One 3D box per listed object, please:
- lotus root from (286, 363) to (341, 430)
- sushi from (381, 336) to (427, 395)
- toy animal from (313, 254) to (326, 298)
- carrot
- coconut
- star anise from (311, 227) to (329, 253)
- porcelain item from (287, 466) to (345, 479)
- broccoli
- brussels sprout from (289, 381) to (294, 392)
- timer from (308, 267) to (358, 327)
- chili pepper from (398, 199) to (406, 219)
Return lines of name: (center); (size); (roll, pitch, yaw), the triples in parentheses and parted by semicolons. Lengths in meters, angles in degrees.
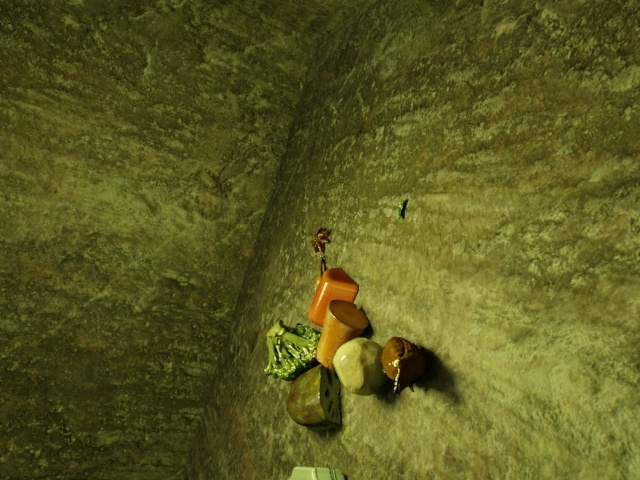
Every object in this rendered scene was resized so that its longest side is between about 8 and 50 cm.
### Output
lotus root: (-0.053, 0.679, 1.811); (0.260, 0.149, 0.266); (-30, 42, 33)
sushi: (0.278, 0.412, 1.354); (0.287, 0.149, 0.140); (-105, 24, -83)
toy animal: (-0.005, 0.197, 2.192); (0.149, 0.054, 0.275); (98, 177, -69)
carrot: (0.071, 0.403, 1.758); (0.254, 0.196, 0.196); (-66, 25, 20)
coconut: (0.154, 0.466, 1.535); (0.224, 0.225, 0.224); (-44, 37, 47)
star anise: (0.000, -0.001, 2.328); (0.168, 0.058, 0.167); (-47, 34, 46)
porcelain item: (-0.014, 1.013, 1.566); (0.286, 0.157, 0.281); (-41, 37, 51)
broccoli: (-0.135, 0.522, 1.983); (0.321, 0.283, 0.304); (-49, 21, -26)
brussels sprout: (-0.082, 0.734, 1.981); (0.139, 0.101, 0.181); (-60, 17, -9)
timer: (0.046, 0.273, 1.998); (0.250, 0.162, 0.257); (-113, 44, -77)
chili pepper: (0.337, -0.130, 1.734); (0.034, 0.030, 0.091); (2, 77, 39)
